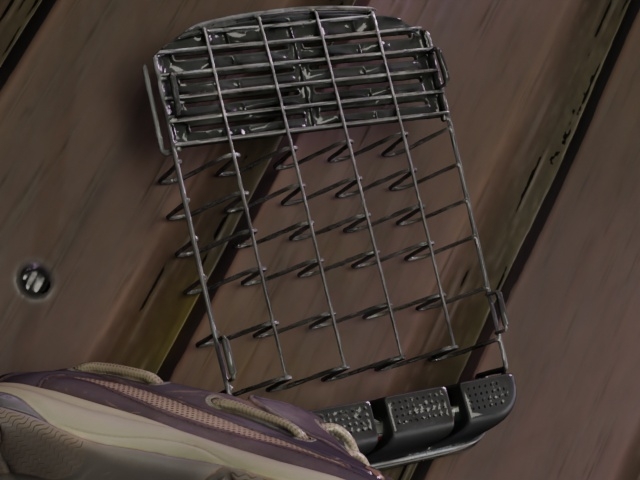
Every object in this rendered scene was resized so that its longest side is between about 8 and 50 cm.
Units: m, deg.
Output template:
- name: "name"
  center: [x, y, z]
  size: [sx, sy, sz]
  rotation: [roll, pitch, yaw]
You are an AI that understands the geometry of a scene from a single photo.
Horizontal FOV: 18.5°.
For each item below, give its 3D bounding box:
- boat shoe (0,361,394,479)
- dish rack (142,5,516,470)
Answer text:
- name: "boat shoe"
  center: [-0.023, 0.134, 0.986]
  size: [0.355, 0.132, 0.130]
  rotation: [20, 29, 15]
- name: "dish rack"
  center: [0.000, 0.000, 1.140]
  size: [0.208, 0.074, 0.271]
  rotation: [-8, 80, -28]
